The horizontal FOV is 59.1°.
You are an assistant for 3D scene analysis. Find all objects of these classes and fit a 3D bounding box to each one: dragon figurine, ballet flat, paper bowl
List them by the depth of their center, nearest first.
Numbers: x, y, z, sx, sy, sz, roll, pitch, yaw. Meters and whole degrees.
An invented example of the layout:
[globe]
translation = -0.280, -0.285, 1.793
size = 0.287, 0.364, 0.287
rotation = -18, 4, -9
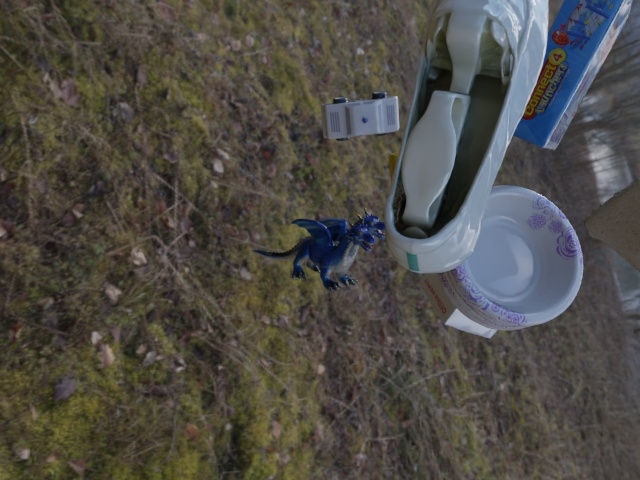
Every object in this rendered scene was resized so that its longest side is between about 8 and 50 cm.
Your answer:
[ballet flat]
translation = 0.152, -0.160, 0.596
size = 0.139, 0.139, 0.400
rotation = 16, 88, -54
[dragon figurine]
translation = 0.000, 0.000, 1.010
size = 0.085, 0.289, 0.144
rotation = -9, 108, -43
[paper bowl]
translation = 0.371, 0.041, 1.157
size = 0.148, 0.284, 0.284
rotation = 120, -38, -71

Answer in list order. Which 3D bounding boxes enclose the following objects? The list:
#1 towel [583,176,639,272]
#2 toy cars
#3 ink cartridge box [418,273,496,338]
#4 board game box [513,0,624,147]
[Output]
[towel]
translation = 0.463, -0.023, 0.680
size = 0.187, 0.282, 0.049
rotation = 42, 68, 11
[toy cars]
translation = 0.183, -0.230, 1.337
size = 0.393, 0.176, 0.087
rotation = 32, 12, -17
[ink cartridge box]
translation = 0.396, 0.092, 1.401
size = 0.168, 0.233, 0.171
rotation = 20, 26, -27
[board game box]
translation = 0.471, -0.327, 1.070
size = 0.308, 0.086, 0.302
rotation = -16, 132, -63
